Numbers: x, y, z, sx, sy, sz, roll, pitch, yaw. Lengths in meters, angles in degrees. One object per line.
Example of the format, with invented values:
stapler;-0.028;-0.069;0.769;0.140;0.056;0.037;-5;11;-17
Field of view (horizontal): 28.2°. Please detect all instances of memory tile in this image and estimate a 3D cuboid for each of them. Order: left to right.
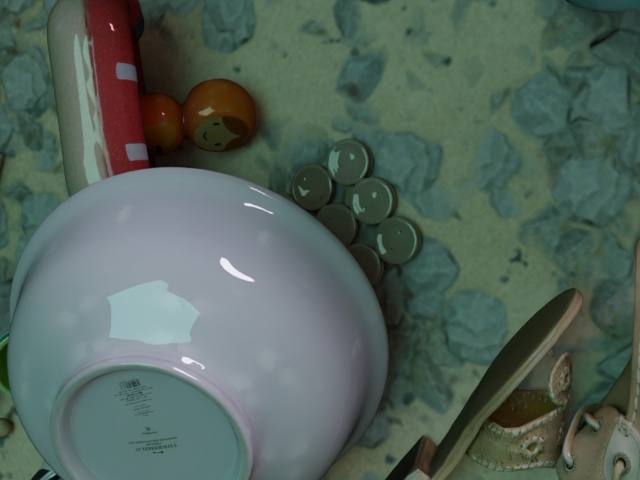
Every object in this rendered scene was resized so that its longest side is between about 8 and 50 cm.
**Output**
memory tile;0.000;0.000;1.001;0.148;0.012;0.113;-37;76;21

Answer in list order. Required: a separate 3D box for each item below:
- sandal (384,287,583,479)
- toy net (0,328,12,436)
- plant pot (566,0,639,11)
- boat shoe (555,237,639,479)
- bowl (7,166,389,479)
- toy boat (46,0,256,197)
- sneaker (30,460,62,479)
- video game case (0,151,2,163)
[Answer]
sandal;0.135;0.140;0.915;0.079;0.088;0.240;39;113;-1
toy net;-0.321;0.149;1.101;0.122;0.045;0.232;33;101;-24
plant pot;0.213;-0.258;0.774;0.293;0.293;0.196;-5;115;25
boat shoe;0.209;0.155;0.845;0.110;0.121;0.341;2;93;24
bowl;-0.104;0.108;0.913;0.298;0.134;0.298;4;120;8
toy boat;-0.126;-0.090;1.006;0.151;0.151;0.231;-8;87;-4
sneaker;-0.212;0.179;1.093;0.109;0.040;0.044;-44;57;15
video game case;-0.439;-0.001;1.178;0.269;0.061;0.244;19;98;24
